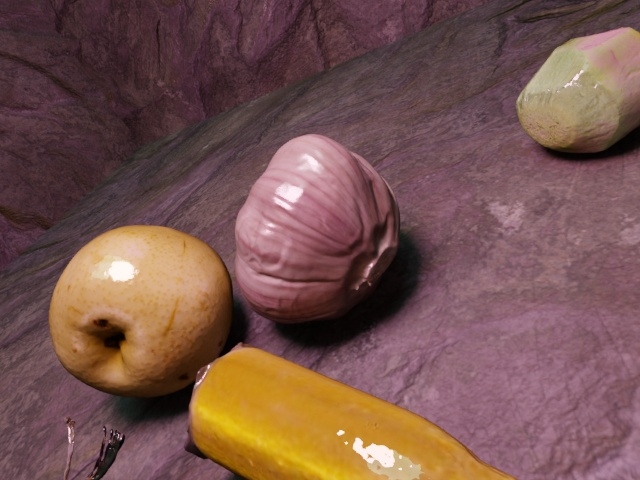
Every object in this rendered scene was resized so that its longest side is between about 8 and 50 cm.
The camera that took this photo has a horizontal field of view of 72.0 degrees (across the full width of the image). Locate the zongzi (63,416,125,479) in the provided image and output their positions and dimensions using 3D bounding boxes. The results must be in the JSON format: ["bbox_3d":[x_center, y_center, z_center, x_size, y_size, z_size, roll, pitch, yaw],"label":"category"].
[{"bbox_3d":[-0.358,0.474,0.463,0.447,0.181,0.418,-31,46,-9],"label":"zongzi"}]

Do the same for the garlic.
[{"bbox_3d":[0.000,0.000,0.732,0.259,0.317,0.317,23,58,39],"label":"garlic"}]

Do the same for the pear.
[{"bbox_3d":[-0.299,0.116,0.785,0.309,0.309,0.309,-21,32,14],"label":"pear"}]

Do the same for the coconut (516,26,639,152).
[{"bbox_3d":[0.492,-0.271,0.797,0.236,0.236,0.204,-36,66,-12],"label":"coconut"}]

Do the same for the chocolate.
[{"bbox_3d":[0.040,0.249,0.475,0.446,0.162,0.162,8,47,39],"label":"chocolate"}]
